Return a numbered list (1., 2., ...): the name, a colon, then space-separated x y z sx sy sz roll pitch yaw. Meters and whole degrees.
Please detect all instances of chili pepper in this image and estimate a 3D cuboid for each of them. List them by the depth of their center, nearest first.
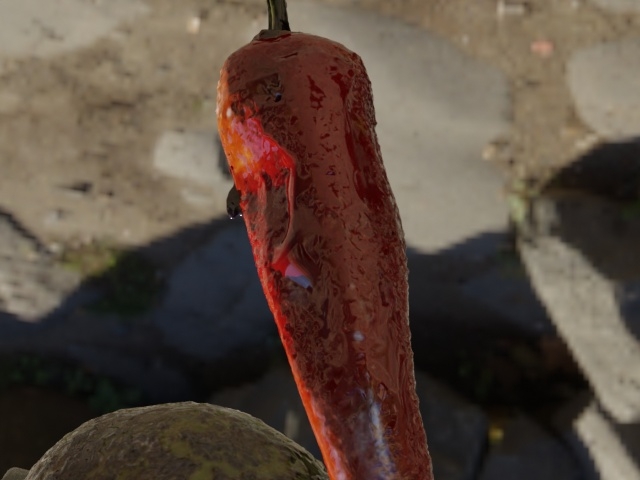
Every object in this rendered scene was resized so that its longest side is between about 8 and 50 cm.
1. chili pepper: 0.000 0.000 0.675 0.059 0.268 0.050 -10 156 -4

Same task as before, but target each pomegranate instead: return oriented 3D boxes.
1. pomegranate: -0.091 0.192 0.966 0.248 0.214 0.214 -19 173 -45

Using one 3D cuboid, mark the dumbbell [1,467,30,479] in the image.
1. dumbbell: -0.129 0.229 1.192 0.325 0.143 0.143 17 149 -3
